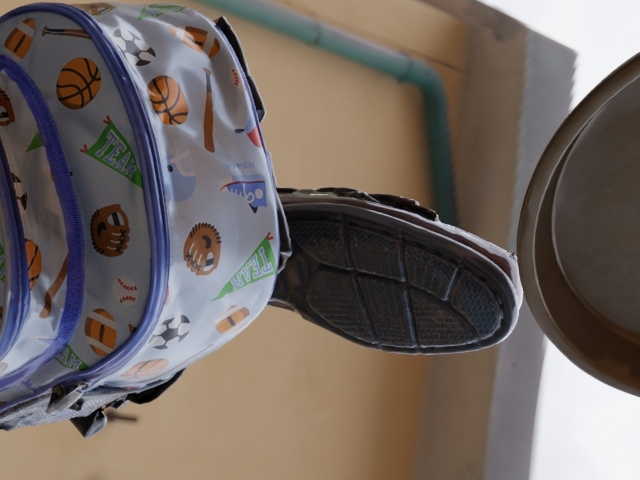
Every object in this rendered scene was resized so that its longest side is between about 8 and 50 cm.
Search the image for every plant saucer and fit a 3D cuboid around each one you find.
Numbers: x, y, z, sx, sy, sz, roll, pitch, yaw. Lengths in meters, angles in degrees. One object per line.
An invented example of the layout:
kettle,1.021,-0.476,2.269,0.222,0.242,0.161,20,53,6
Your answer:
plant saucer,0.248,-0.018,0.852,0.278,0.278,0.041,-47,-153,25

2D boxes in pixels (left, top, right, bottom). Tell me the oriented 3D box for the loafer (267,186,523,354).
loafer,0.000,0.000,0.996,0.302,0.095,0.109,7,-53,27

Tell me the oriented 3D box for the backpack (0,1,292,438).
backpack,-0.155,-0.023,0.891,0.263,0.213,0.277,-24,-95,37
